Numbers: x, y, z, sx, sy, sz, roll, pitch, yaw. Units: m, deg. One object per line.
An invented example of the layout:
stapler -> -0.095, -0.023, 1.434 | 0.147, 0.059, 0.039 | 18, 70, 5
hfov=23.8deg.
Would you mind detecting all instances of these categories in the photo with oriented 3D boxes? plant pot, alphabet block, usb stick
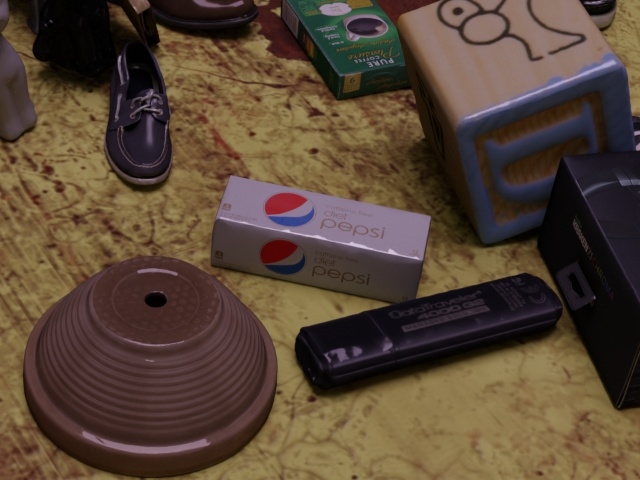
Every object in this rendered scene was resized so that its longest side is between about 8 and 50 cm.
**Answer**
plant pot -> -0.155, 0.093, 1.396 | 0.237, 0.110, 0.237 | 4, 43, -4
alphabet block -> 0.211, -0.148, 1.628 | 0.192, 0.193, 0.197 | -19, 46, -2
usb stick -> 0.108, 0.087, 1.496 | 0.278, 0.045, 0.077 | -13, 39, -22

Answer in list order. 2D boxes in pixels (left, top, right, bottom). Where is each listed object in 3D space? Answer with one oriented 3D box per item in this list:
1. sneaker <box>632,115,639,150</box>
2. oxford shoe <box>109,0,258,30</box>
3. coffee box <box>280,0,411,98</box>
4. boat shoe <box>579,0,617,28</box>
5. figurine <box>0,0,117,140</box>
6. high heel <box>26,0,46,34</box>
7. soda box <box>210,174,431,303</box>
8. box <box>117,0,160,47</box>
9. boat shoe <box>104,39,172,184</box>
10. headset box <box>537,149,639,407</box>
sneaker -> 0.415, -0.105, 1.736 | 0.216, 0.079, 0.121 | 4, 20, -28
oxford shoe -> -0.181, -0.322, 1.860 | 0.227, 0.096, 0.083 | 19, 41, 9
coffee box -> 0.034, -0.247, 1.854 | 0.113, 0.040, 0.184 | -13, 46, -22
boat shoe -> 0.228, -0.375, 1.974 | 0.340, 0.113, 0.127 | 20, 43, 12
figurine -> -0.319, -0.241, 1.642 | 0.092, 0.209, 0.215 | 32, 56, 21
high heel -> -0.388, -0.386, 1.824 | 0.093, 0.186, 0.261 | -28, 53, -33
soda box -> 0.000, 0.000, 1.554 | 0.216, 0.069, 0.074 | 11, 42, 3
box -> -0.251, -0.326, 1.755 | 0.021, 0.164, 0.201 | -33, 85, -5
boat shoe -> -0.203, -0.144, 1.681 | 0.075, 0.065, 0.206 | -1, 43, -10
headset box -> 0.382, 0.029, 1.541 | 0.283, 0.131, 0.246 | -5, 44, -15
